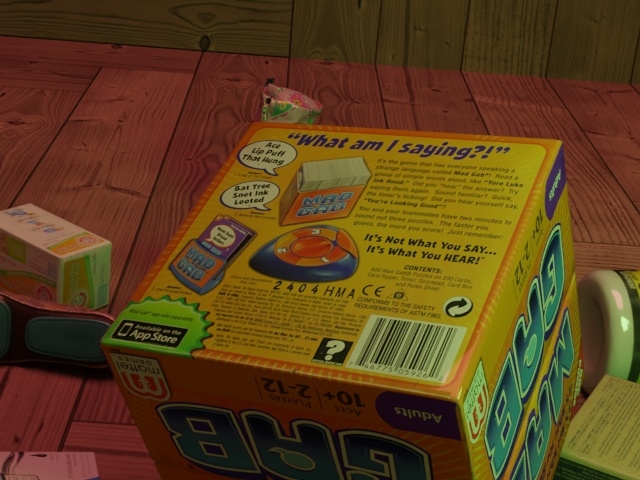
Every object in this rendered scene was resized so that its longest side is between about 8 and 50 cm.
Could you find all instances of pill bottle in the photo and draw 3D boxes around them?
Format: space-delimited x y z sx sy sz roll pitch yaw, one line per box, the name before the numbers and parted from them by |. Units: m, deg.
pill bottle | 0.549 0.137 1.706 0.333 0.188 0.188 1 23 -9

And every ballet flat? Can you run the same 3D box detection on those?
ballet flat | -0.424 0.127 1.677 0.316 0.108 0.106 12 4 4

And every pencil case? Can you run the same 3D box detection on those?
pencil case | -0.096 -0.141 2.108 0.124 0.284 0.124 19 15 -6

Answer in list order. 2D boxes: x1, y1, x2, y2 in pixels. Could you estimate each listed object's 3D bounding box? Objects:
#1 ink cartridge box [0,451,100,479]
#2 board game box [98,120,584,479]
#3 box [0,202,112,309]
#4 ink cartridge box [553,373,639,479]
ink cartridge box | -0.337 0.291 1.263 0.190 0.082 0.139 5 13 -18
board game box | 0.054 0.127 1.228 0.356 0.356 0.356 6 44 25
box | -0.435 0.032 1.846 0.203 0.114 0.103 22 27 34
ink cartridge box | 0.411 0.276 1.479 0.193 0.088 0.234 18 26 25
